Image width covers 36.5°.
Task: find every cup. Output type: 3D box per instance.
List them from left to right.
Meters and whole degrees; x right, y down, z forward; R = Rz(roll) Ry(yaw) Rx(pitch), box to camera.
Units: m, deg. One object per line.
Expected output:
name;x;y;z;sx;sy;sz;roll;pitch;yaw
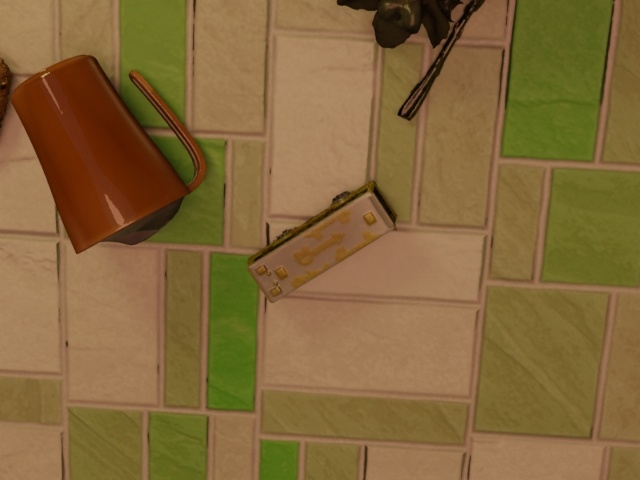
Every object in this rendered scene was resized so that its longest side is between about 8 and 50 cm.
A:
cup;-0.294;-0.126;1.365;0.226;0.182;0.264;-31;97;-24

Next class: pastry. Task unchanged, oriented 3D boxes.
pastry;-0.487;-0.203;1.395;0.080;0.056;0.140;28;111;2

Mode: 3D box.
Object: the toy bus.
toy bus;0.000;0.000;1.420;0.226;0.074;0.081;-30;102;11

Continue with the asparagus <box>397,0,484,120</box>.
asparagus;0.179;-0.270;1.366;0.023;0.022;0.233;45;110;36

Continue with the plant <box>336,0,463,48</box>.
plant;0.146;-0.390;1.236;0.215;0.213;0.312;29;103;-8
